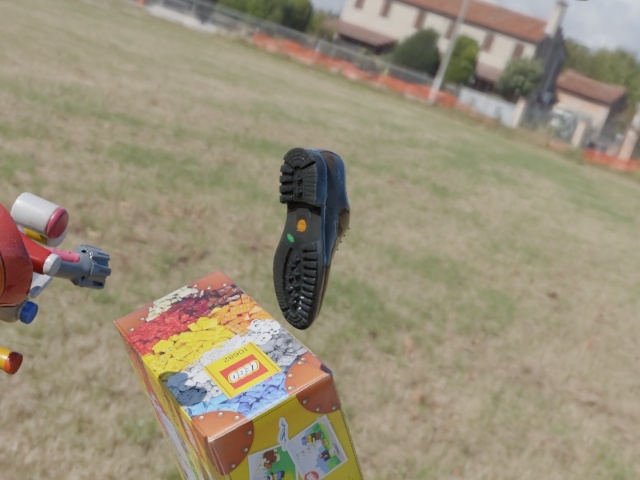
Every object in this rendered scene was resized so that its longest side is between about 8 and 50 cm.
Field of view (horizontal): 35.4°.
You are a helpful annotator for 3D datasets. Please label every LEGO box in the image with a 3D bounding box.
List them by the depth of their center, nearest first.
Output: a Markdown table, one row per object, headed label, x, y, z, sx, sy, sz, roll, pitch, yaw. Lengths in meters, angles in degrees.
| label | x | y | z | sx | sy | sz | roll | pitch | yaw |
| --- | --- | --- | --- | --- | --- | --- | --- | --- | --- |
| LEGO box | -0.091 | 0.348 | 1.533 | 0.193 | 0.500 | 0.372 | -28 | 32 | -19 |

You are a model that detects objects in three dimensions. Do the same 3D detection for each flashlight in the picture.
| label | x | y | z | sx | sy | sz | roll | pitch | yaw |
| --- | --- | --- | --- | --- | --- | --- | --- | --- | --- |
| flashlight | -0.591 | 0.028 | 2.168 | 0.103 | 0.103 | 0.304 | 41 | 16 | 35 |

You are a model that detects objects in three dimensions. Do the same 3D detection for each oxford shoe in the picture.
| label | x | y | z | sx | sy | sz | roll | pitch | yaw |
| --- | --- | --- | --- | --- | --- | --- | --- | --- | --- |
| oxford shoe | 0.000 | 0.000 | 1.239 | 0.083 | 0.227 | 0.096 | 19 | 16 | 40 |

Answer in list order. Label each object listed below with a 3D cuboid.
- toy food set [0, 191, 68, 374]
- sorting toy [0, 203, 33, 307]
| label | x | y | z | sx | sy | sz | roll | pitch | yaw |
| --- | --- | --- | --- | --- | --- | --- | --- | --- | --- |
| toy food set | -0.329 | 0.037 | 1.122 | 0.105 | 0.111 | 0.232 | 22 | 39 | 8 |
| sorting toy | -0.458 | 0.041 | 1.020 | 0.366 | 0.127 | 0.126 | -7 | 15 | 35 |
